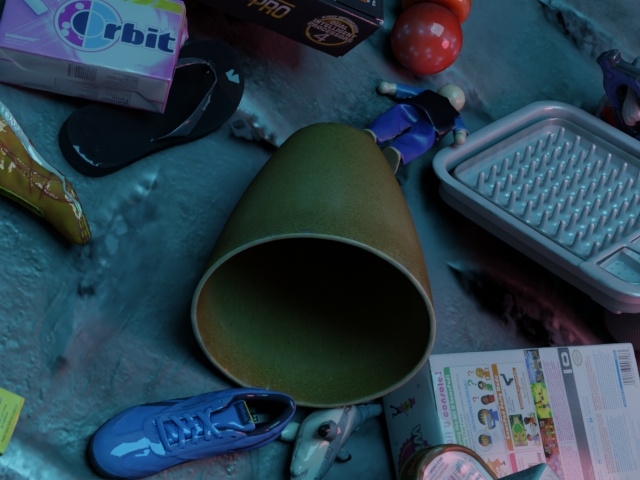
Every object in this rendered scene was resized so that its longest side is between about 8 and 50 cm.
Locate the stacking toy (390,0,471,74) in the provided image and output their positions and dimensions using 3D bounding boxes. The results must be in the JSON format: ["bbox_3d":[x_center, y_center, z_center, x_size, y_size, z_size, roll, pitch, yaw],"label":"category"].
[{"bbox_3d":[0.164,-0.352,1.747,0.141,0.141,0.330,26,60,-22],"label":"stacking toy"}]

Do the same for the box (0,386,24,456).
[{"bbox_3d":[-0.375,0.120,1.149,0.232,0.087,0.058,29,56,-21],"label":"box"}]

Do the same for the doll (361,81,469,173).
[{"bbox_3d":[0.117,-0.148,1.652,0.129,0.046,0.189,39,46,16],"label":"doll"}]

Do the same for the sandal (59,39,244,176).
[{"bbox_3d":[-0.163,-0.143,1.451,0.097,0.054,0.254,51,49,-2],"label":"sandal"}]

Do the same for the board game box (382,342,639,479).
[{"bbox_3d":[0.227,0.236,1.487,0.303,0.097,0.224,1,72,-35],"label":"board game box"}]

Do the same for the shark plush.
[{"bbox_3d":[0.011,0.204,1.415,0.161,0.073,0.067,-32,107,-61],"label":"shark plush"}]

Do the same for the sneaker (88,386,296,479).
[{"bbox_3d":[-0.119,0.176,1.301,0.209,0.082,0.069,-7,73,-35],"label":"sneaker"}]

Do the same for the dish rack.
[{"bbox_3d":[0.323,-0.038,1.642,0.333,0.072,0.285,35,45,29],"label":"dish rack"}]

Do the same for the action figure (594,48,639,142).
[{"bbox_3d":[0.513,-0.141,1.779,0.178,0.330,0.341,-52,131,-34],"label":"action figure"}]

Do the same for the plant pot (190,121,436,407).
[{"bbox_3d":[0.000,0.000,1.403,0.237,0.237,0.254,29,37,-20],"label":"plant pot"}]

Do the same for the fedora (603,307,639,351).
[{"bbox_3d":[0.448,0.070,1.695,0.275,0.124,0.244,-7,41,-21],"label":"fedora"}]

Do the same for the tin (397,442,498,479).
[{"bbox_3d":[0.152,0.284,1.338,0.190,0.040,0.106,50,58,-8],"label":"tin"}]

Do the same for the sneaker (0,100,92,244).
[{"bbox_3d":[-0.291,-0.057,1.326,0.067,0.064,0.175,-42,88,-21],"label":"sneaker"}]

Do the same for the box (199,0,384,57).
[{"bbox_3d":[-0.079,-0.436,1.535,0.318,0.097,0.395,17,60,-32],"label":"box"}]

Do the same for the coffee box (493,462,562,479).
[{"bbox_3d":[0.124,0.453,1.155,0.338,0.337,0.334,48,50,-5],"label":"coffee box"}]

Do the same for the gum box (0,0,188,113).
[{"bbox_3d":[-0.232,-0.205,1.395,0.188,0.062,0.107,11,59,-9],"label":"gum box"}]
